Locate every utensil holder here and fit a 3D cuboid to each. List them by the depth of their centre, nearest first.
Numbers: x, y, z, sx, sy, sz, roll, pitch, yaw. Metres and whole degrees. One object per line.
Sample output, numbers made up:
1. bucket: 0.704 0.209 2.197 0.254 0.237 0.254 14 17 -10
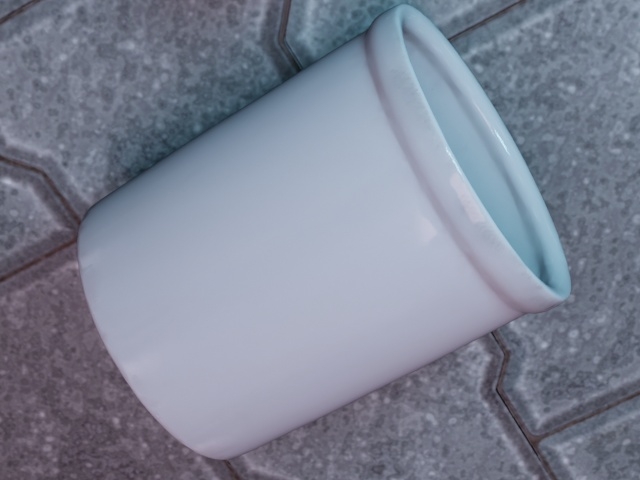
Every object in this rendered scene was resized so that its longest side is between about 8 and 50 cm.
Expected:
1. utensil holder: 0.000 0.000 1.475 0.385 0.327 0.327 -29 114 17
